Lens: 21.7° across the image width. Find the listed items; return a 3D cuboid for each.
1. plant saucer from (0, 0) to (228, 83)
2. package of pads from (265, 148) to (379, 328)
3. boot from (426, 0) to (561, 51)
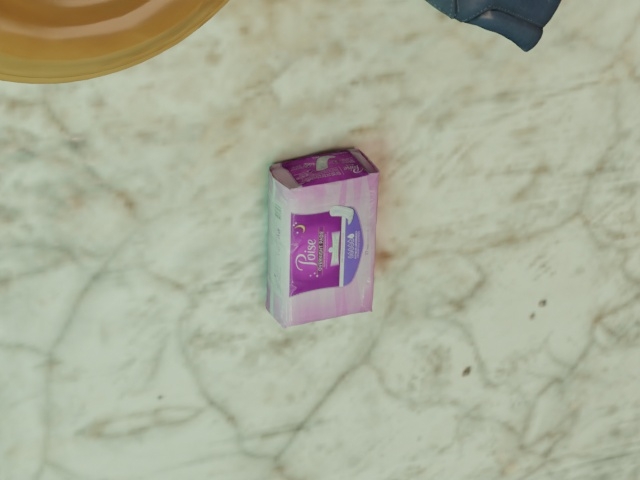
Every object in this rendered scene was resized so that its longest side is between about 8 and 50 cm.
[{"bbox_3d":[-0.099,-0.149,0.654,0.200,0.037,0.200,-12,124,-18],"label":"plant saucer"},{"bbox_3d":[0.000,0.000,0.798,0.050,0.032,0.083,-11,124,-20],"label":"package of pads"},{"bbox_3d":[0.048,-0.145,0.703,0.190,0.069,0.086,21,107,-36],"label":"boot"}]
